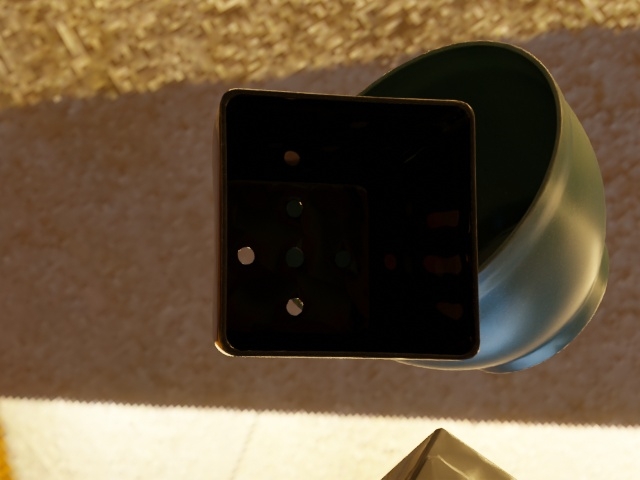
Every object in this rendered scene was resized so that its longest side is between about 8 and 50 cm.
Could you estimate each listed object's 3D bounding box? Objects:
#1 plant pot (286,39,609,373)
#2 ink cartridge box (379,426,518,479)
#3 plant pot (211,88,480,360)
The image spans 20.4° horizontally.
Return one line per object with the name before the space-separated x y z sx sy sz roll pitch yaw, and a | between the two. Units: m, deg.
plant pot | 0.135 -0.003 1.574 0.293 0.293 0.196 -2 -33 44
ink cartridge box | 0.083 0.254 1.375 0.128 0.127 0.176 34 -37 -1
plant pot | 0.000 0.000 1.322 0.167 0.188 0.188 154 -63 -73
